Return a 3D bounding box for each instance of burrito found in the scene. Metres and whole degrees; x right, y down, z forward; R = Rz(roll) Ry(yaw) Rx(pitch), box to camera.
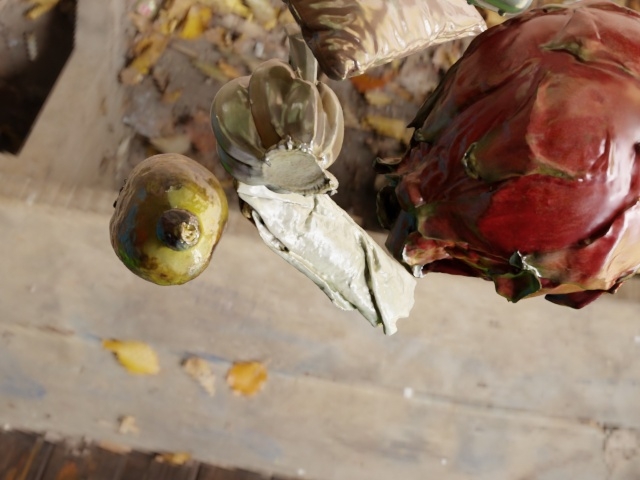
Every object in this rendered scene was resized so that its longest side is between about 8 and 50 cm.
[{"bbox_3d":[0.000,0.000,1.777,0.076,0.117,0.392,-2,145,46],"label":"burrito"}]

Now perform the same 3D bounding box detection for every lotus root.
[{"bbox_3d":[-0.195,-0.024,1.676,0.141,0.314,0.169,21,96,-18],"label":"lotus root"}]

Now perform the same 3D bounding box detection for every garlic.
[{"bbox_3d":[-0.042,-0.137,1.280,0.127,0.194,0.131,-17,152,36],"label":"garlic"}]

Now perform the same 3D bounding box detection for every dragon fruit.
[{"bbox_3d":[0.188,-0.060,1.033,0.299,0.244,0.244,-31,124,0],"label":"dragon fruit"}]

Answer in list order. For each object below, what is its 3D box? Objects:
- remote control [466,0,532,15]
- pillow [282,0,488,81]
[{"bbox_3d":[0.086,-0.239,1.060,0.244,0.087,0.047,15,99,-40],"label":"remote control"},{"bbox_3d":[0.035,-0.273,1.278,0.236,0.223,0.084,57,137,8],"label":"pillow"}]
